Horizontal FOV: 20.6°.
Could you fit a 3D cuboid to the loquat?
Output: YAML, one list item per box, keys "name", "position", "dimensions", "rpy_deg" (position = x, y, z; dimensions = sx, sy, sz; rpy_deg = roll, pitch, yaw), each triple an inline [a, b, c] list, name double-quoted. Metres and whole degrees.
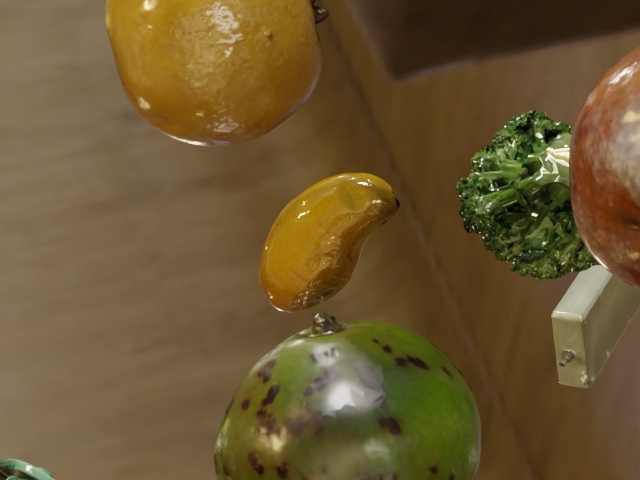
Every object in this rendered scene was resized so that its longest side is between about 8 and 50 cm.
- name: "loquat"
  position: [-0.118, -0.251, 2.072]
  dimensions: [0.275, 0.275, 0.275]
  rpy_deg: [167, 90, -77]

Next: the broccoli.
- name: "broccoli"
  position: [0.235, -0.049, 1.819]
  dimensions: [0.156, 0.195, 0.195]
  rpy_deg: [80, 172, -65]

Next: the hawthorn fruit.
- name: "hawthorn fruit"
  position: [0.320, -0.056, 1.355]
  dimensions: [0.231, 0.263, 0.235]
  rpy_deg: [23, 121, 44]

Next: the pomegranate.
- name: "pomegranate"
  position: [0.030, 0.181, 1.388]
  dimensions: [0.211, 0.211, 0.263]
  rpy_deg: [-152, 44, -74]

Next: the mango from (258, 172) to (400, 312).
- name: "mango"
  position: [0.000, 0.000, 1.779]
  dimensions: [0.190, 0.098, 0.075]
  rpy_deg: [-50, 1, 31]

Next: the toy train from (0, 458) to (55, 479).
- name: "toy train"
  position: [-0.198, 0.275, 1.313]
  dimensions: [0.116, 0.177, 0.285]
  rpy_deg: [-58, -7, -36]

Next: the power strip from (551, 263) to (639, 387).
- name: "power strip"
  position: [0.359, 0.050, 2.146]
  dimensions: [0.367, 0.043, 0.106]
  rpy_deg: [-48, -45, -48]
